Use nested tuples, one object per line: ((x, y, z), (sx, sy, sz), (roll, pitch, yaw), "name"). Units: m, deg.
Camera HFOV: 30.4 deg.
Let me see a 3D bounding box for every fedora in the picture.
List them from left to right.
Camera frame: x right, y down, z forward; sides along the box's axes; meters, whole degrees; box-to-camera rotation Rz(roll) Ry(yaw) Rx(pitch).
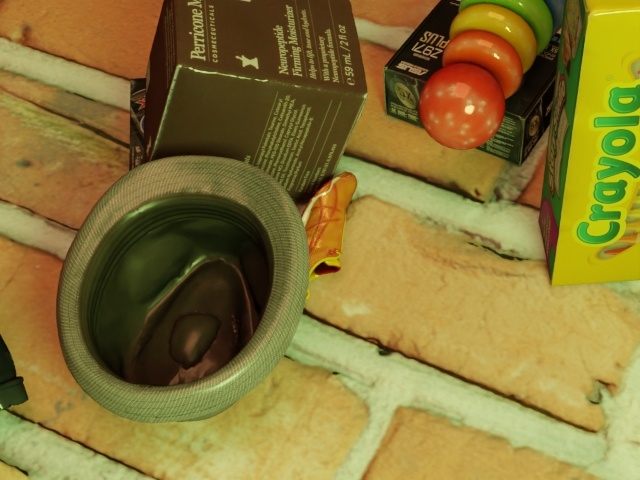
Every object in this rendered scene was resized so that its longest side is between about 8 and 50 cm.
((-0.126, 0.064, 1.147), (0.243, 0.124, 0.276), (0, 58, 8), "fedora")

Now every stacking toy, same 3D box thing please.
((0.196, -0.229, 1.276), (0.141, 0.141, 0.330), (18, 61, 19), "stacking toy")

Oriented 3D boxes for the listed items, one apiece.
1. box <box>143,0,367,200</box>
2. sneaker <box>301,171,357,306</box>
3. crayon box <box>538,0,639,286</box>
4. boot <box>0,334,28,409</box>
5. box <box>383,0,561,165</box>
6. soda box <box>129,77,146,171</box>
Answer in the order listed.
((-0.076, -0.166, 1.273), (0.203, 0.167, 0.169), (7, 48, -17), "box")
((0.000, 0.000, 1.244), (0.067, 0.064, 0.175), (29, 61, 2), "sneaker")
((0.376, -0.111, 1.093), (0.313, 0.363, 0.106), (-5, 50, 1), "crayon box")
((-0.418, 0.094, 1.107), (0.246, 0.094, 0.207), (-19, 87, -18), "boot")
((0.186, -0.188, 1.363), (0.180, 0.078, 0.147), (24, 57, 23), "box")
((-0.189, -0.112, 1.344), (0.053, 0.060, 0.169), (-4, 50, -4), "soda box")
